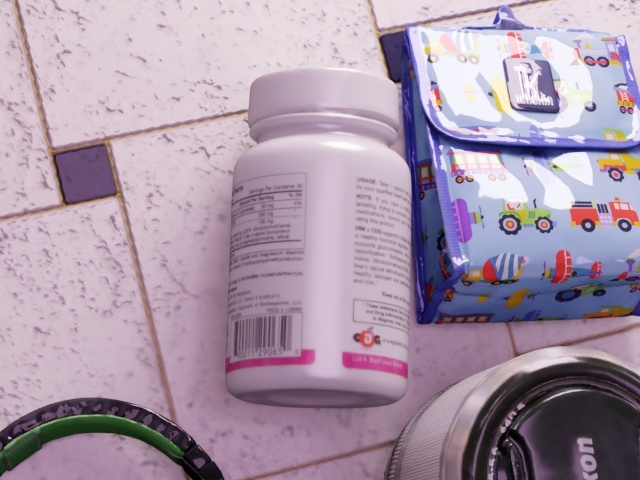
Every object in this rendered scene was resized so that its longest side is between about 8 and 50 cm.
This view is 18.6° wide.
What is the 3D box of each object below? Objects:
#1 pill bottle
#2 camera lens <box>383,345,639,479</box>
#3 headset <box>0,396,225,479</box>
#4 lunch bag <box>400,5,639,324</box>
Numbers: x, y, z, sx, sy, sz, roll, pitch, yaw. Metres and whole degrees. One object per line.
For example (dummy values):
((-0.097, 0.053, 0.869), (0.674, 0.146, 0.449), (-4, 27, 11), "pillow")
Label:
((0.000, 0.000, 1.729), (0.160, 0.160, 0.283), (5, 78, -12), "pill bottle")
((0.180, 0.213, 1.670), (0.219, 0.274, 0.219), (3, 78, -13), "camera lens")
((-0.145, 0.304, 1.622), (0.243, 0.185, 0.394), (-36, 77, -17), "headset")
((0.193, -0.081, 1.826), (0.221, 0.138, 0.293), (-2, 67, -13), "lunch bag")
